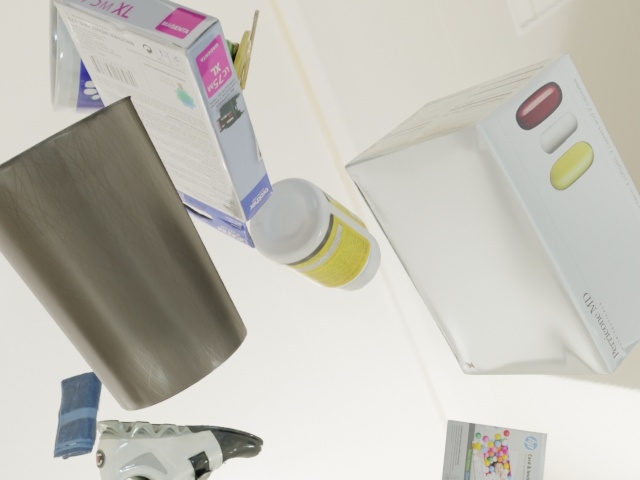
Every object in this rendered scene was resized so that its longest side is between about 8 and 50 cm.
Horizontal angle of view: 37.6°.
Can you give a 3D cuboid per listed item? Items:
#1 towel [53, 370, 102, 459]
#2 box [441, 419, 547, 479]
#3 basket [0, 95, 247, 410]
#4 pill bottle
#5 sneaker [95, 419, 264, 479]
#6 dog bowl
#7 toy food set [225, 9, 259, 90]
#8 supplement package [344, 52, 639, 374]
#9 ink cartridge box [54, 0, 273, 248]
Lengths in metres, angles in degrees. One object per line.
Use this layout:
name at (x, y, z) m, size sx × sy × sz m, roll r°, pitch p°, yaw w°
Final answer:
towel at (-0.338, 0.243, 1.312) m, size 0.067 × 0.029 × 0.119 m, roll -19°, pitch -128°, yaw 25°
box at (0.321, 0.418, 1.746) m, size 0.186 × 0.145 × 0.038 m, roll 3°, pitch 172°, yaw 29°
basket at (-0.172, 0.016, 0.792) m, size 0.154 × 0.227 × 0.204 m, roll -27°, pitch -169°, yaw 11°
pill bottle at (0.000, 0.000, 1.323) m, size 0.119 × 0.208 × 0.119 m, roll -10°, pitch -112°, yaw 26°
sneaker at (-0.258, 0.413, 1.736) m, size 0.330 × 0.146 × 0.122 m, roll 8°, pitch 161°, yaw -30°
dog bowl at (-0.325, -0.311, 1.325) m, size 0.104 × 0.265 × 0.265 m, roll 0°, pitch -164°, yaw -19°
toy food set at (-0.135, -0.213, 1.216) m, size 0.071 × 0.128 × 0.218 m, roll 12°, pitch -145°, yaw -3°
supplement package at (0.187, -0.014, 0.919) m, size 0.145 × 0.262 × 0.204 m, roll -39°, pitch -166°, yaw -31°
ink cartridge box at (-0.157, -0.134, 1.032) m, size 0.185 × 0.311 × 0.065 m, roll 26°, pitch -120°, yaw 27°
